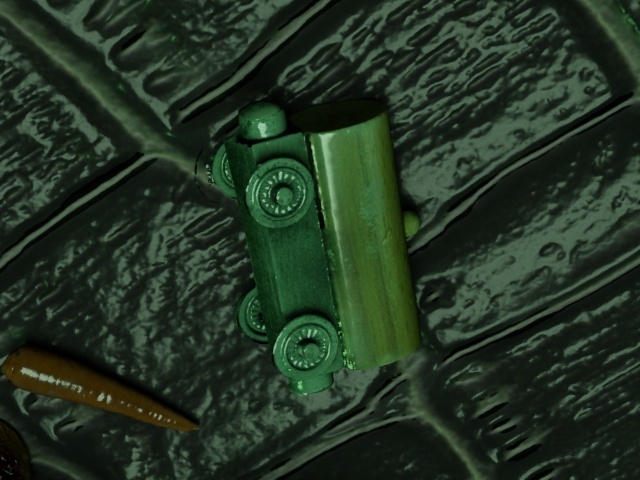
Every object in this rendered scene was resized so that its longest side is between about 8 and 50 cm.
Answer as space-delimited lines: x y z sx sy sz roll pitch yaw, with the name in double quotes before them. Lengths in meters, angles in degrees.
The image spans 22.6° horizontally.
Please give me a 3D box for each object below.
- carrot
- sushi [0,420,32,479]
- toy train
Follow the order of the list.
"carrot" -0.224 0.158 1.656 0.216 0.048 0.048 21 112 -13
"sushi" -0.336 0.230 1.684 0.050 0.047 0.099 -33 107 17
"toy train" -0.002 -0.003 1.556 0.189 0.126 0.307 -21 114 -25
